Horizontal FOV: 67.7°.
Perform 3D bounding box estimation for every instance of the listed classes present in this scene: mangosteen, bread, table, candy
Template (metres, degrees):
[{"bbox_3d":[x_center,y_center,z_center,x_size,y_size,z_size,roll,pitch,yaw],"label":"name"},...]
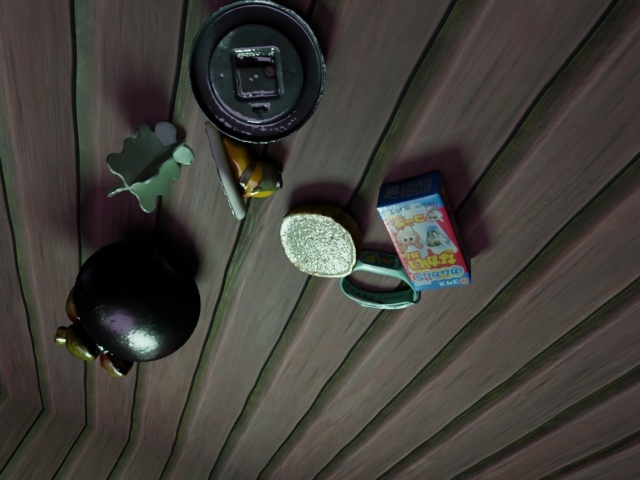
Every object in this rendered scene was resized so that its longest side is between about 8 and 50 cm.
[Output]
[{"bbox_3d":[-0.582,0.213,1.445,0.382,0.435,0.382,44,170,10],"label":"mangosteen"},{"bbox_3d":[0.000,0.000,1.291,0.235,0.070,0.236,13,128,16],"label":"bread"},{"bbox_3d":[-0.432,-0.183,1.188,0.166,0.198,0.167,8,132,9],"label":"table"},{"bbox_3d":[0.268,-0.012,1.209,0.157,0.100,0.306,-12,128,25],"label":"candy"}]

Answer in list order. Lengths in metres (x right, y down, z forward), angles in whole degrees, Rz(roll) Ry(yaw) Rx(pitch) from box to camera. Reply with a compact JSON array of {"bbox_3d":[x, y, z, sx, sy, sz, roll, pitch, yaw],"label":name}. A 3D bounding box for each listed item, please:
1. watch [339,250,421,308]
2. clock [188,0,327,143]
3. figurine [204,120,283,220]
[{"bbox_3d":[0.174,0.121,1.377,0.236,0.068,0.195,9,134,10],"label":"watch"},{"bbox_3d":[-0.127,-0.342,0.983,0.280,0.055,0.281,0,111,-1],"label":"clock"},{"bbox_3d":[-0.178,-0.187,1.173,0.140,0.167,0.250,-16,114,0],"label":"figurine"}]
